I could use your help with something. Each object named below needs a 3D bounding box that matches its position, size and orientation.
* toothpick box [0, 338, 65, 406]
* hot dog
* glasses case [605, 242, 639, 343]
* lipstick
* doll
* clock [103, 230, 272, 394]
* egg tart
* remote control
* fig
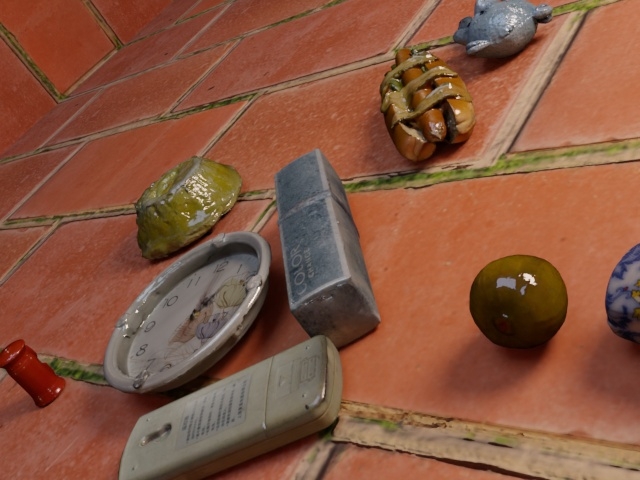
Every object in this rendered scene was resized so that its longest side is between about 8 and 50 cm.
[{"bbox_3d":[-0.365,0.165,0.954,0.047,0.083,0.047,-26,28,15],"label":"toothpick box"},{"bbox_3d":[0.128,-0.182,0.963,0.109,0.072,0.270,-26,31,13],"label":"hot dog"},{"bbox_3d":[0.293,0.038,0.450,0.247,0.065,0.087,2,47,47],"label":"glasses case"},{"bbox_3d":[0.000,0.000,0.815,0.077,0.076,0.290,-28,29,10],"label":"lipstick"},{"bbox_3d":[0.229,-0.300,1.025,0.120,0.075,0.180,-28,29,6],"label":"doll"},{"bbox_3d":[-0.142,0.087,0.863,0.236,0.053,0.236,-29,28,17],"label":"clock"},{"bbox_3d":[-0.209,-0.061,1.139,0.197,0.078,0.197,-27,27,15],"label":"egg tart"},{"bbox_3d":[-0.084,0.165,0.697,0.233,0.038,0.098,-26,29,19],"label":"remote control"},{"bbox_3d":[0.156,0.043,0.588,0.074,0.074,0.088,-11,21,38],"label":"fig"}]
